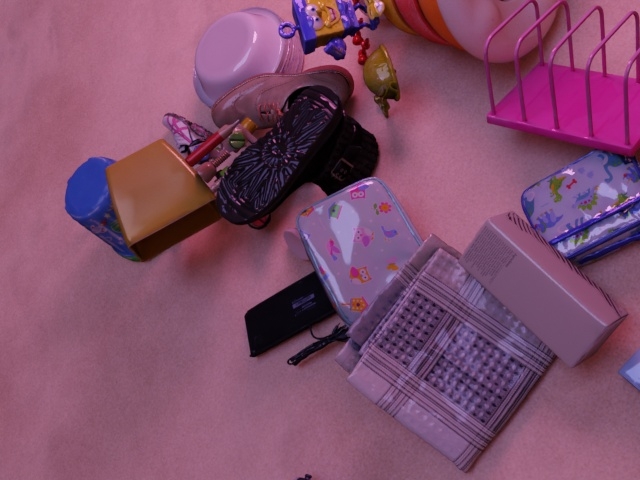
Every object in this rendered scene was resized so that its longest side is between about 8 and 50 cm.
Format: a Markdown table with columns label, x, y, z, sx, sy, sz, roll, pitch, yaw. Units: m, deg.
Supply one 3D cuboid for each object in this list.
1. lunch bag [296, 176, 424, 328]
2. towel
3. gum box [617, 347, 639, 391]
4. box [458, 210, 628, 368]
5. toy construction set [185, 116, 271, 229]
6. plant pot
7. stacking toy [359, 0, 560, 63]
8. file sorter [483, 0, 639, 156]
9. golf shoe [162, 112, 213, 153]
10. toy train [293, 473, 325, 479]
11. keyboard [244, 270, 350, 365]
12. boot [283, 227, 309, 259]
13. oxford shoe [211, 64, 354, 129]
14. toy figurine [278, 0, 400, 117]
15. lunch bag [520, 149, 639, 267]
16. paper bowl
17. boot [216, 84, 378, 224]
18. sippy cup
| label | x | y | z | sx | sy | sz | roll | pitch | yaw |
| --- | --- | --- | --- | --- | --- | --- | --- | --- | --- |
| lunch bag | 0.098 | 0.029 | 1.705 | 0.224 | 0.108 | 0.279 | -27 | 74 | -3 |
| towel | 0.224 | 0.196 | 1.560 | 0.324 | 0.056 | 0.312 | 38 | 93 | 14 |
| gum box | 0.601 | 0.198 | 1.387 | 0.184 | 0.041 | 0.157 | -50 | 52 | 7 |
| box | 0.380 | 0.079 | 1.495 | 0.275 | 0.094 | 0.113 | 47 | 127 | 23 |
| toy construction set | -0.146 | -0.194 | 1.904 | 0.237 | 0.309 | 0.257 | -41 | 75 | 1 |
| plant pot | -0.360 | -0.097 | 1.915 | 0.212 | 0.212 | 0.187 | -30 | 82 | -8 |
| stacking toy | 0.228 | -0.541 | 1.828 | 0.480 | 0.350 | 0.351 | 10 | 76 | 52 |
| file sorter | 0.466 | -0.309 | 1.558 | 0.290 | 0.182 | 0.202 | 21 | 53 | 38 |
| golf shoe | -0.351 | -0.269 | 2.209 | 0.186 | 0.067 | 0.086 | 30 | 90 | 38 |
| toy train | 0.002 | 0.507 | 1.638 | 0.184 | 0.080 | 0.105 | 7 | 65 | 38 |
| keyboard | -0.022 | 0.164 | 1.825 | 0.317 | 0.033 | 0.201 | -31 | 48 | 21 |
| boot | 0.000 | 0.000 | 1.870 | 0.086 | 0.069 | 0.190 | -27 | 25 | -25 |
| oxford shoe | -0.101 | -0.314 | 1.970 | 0.348 | 0.123 | 0.130 | -15 | 24 | 18 |
| toy figurine | 0.018 | -0.430 | 1.864 | 0.217 | 0.191 | 0.362 | -11 | 75 | -14 |
| lunch bag | 0.485 | -0.057 | 1.547 | 0.219 | 0.090 | 0.176 | -28 | 60 | 22 |
| paper bowl | -0.195 | -0.443 | 2.130 | 0.284 | 0.148 | 0.284 | -13 | 65 | 29 |
| boot | -0.034 | -0.134 | 1.811 | 0.348 | 0.260 | 0.131 | -45 | 61 | 1 |
| sippy cup | -0.495 | -0.091 | 2.131 | 0.305 | 0.224 | 0.240 | -22 | 60 | 24 |
